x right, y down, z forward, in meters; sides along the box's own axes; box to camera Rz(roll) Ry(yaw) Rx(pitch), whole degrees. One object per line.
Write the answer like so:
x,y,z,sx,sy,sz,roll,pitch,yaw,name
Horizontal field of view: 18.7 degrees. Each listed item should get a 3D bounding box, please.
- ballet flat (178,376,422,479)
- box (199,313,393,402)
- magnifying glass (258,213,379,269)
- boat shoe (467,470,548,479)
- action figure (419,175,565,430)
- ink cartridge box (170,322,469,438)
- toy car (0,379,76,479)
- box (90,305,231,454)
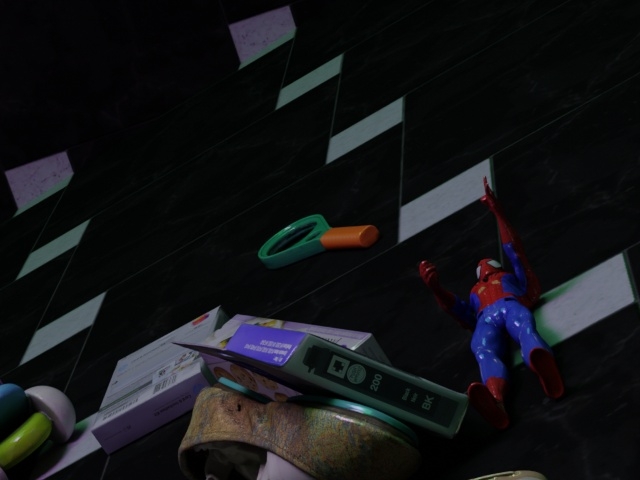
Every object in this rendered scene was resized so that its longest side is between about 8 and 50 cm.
-0.028,0.191,1.661,0.123,0.123,0.348,-39,17,-20,ballet flat
-0.027,0.123,1.917,0.063,0.067,0.324,-39,18,-19,box
0.000,0.000,2.322,0.092,0.026,0.231,-40,15,-25,magnifying glass
0.095,0.211,1.430,0.170,0.063,0.059,-17,18,20,boat shoe
0.143,0.045,1.703,0.091,0.139,0.280,-29,13,9,action figure
-0.006,0.108,1.643,0.045,0.208,0.206,-70,16,-7,ink cartridge box
-0.383,0.210,2.221,0.159,0.136,0.182,-43,18,-32,toy car
-0.173,0.153,2.166,0.145,0.038,0.186,-29,17,13,box
